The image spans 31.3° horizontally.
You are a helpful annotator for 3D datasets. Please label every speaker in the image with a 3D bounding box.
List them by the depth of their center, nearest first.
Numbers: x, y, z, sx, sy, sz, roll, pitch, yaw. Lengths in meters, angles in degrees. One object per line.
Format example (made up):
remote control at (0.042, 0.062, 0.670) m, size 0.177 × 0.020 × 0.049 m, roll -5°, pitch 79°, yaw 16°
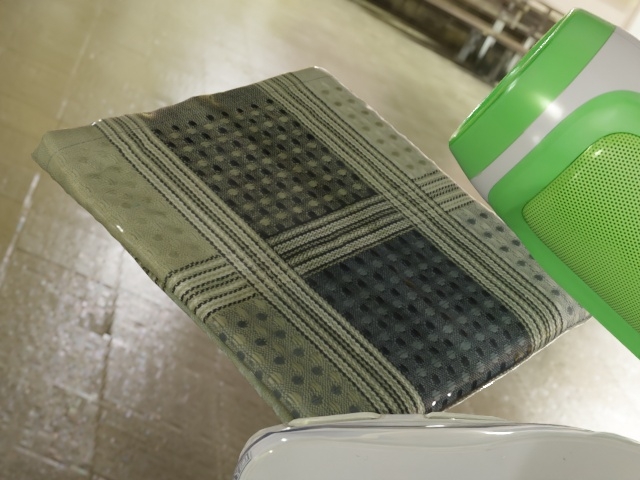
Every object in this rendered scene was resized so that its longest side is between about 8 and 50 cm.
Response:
speaker at (0.216, 0.007, 0.650) m, size 0.296 × 0.131 × 0.131 m, roll 43°, pitch 18°, yaw -1°

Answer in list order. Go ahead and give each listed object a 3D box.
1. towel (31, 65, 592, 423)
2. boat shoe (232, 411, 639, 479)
towel at (0.000, 0.000, 0.835) m, size 0.312 × 0.056 × 0.324 m, roll -22°, pitch 58°, yaw -44°
boat shoe at (0.084, 0.141, 0.640) m, size 0.267 × 0.096 × 0.088 m, roll 1°, pitch 9°, yaw -4°
